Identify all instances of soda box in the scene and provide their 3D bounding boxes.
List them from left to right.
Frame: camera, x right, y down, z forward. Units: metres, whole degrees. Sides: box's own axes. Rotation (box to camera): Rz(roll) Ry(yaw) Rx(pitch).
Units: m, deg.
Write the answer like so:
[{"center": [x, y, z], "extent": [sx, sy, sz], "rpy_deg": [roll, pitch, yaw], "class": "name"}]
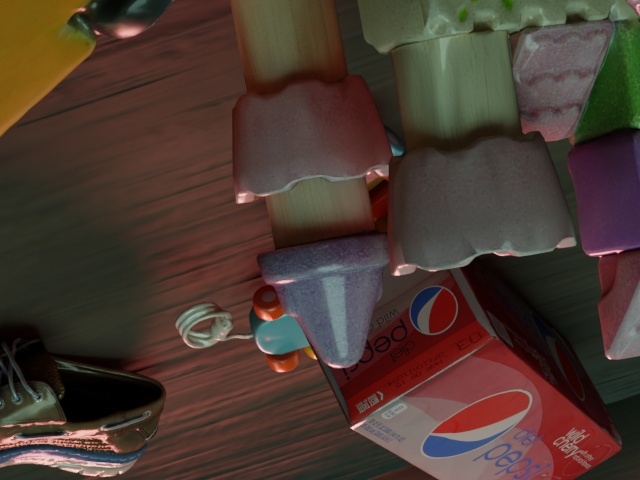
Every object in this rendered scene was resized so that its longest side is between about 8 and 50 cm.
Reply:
[{"center": [0.083, 0.077, 0.999], "extent": [0.092, 0.083, 0.263], "rpy_deg": [-33, 152, 11], "class": "soda box"}]

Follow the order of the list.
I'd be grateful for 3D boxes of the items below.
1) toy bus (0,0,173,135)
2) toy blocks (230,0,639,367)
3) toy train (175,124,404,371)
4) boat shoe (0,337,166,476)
[{"center": [-0.156, -0.112, 0.710], "extent": [0.332, 0.130, 0.108], "rpy_deg": [-38, 137, 26], "class": "toy bus"}, {"center": [0.147, -0.038, 0.666], "extent": [0.288, 0.260, 0.309], "rpy_deg": [-9, 177, -30], "class": "toy blocks"}, {"center": [0.000, 0.000, 0.966], "extent": [0.125, 0.046, 0.166], "rpy_deg": [25, 124, -37], "class": "toy train"}, {"center": [-0.169, 0.086, 1.004], "extent": [0.183, 0.066, 0.066], "rpy_deg": [7, 132, -39], "class": "boat shoe"}]
